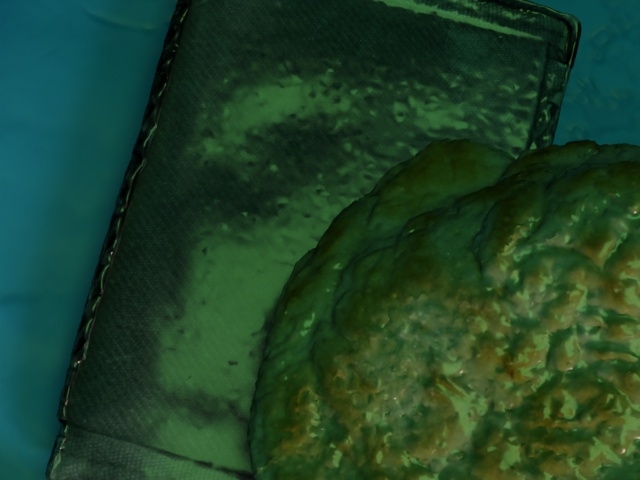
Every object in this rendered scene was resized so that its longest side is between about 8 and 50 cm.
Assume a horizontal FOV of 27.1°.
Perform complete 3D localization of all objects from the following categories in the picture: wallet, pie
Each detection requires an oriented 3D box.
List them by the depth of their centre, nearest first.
[{"bbox_3d":[0.105,0.062,0.650,0.274,0.105,0.257,5,66,18],"label":"pie"},{"bbox_3d":[0.000,0.000,0.766,0.237,0.075,0.342,16,78,-6],"label":"wallet"}]
